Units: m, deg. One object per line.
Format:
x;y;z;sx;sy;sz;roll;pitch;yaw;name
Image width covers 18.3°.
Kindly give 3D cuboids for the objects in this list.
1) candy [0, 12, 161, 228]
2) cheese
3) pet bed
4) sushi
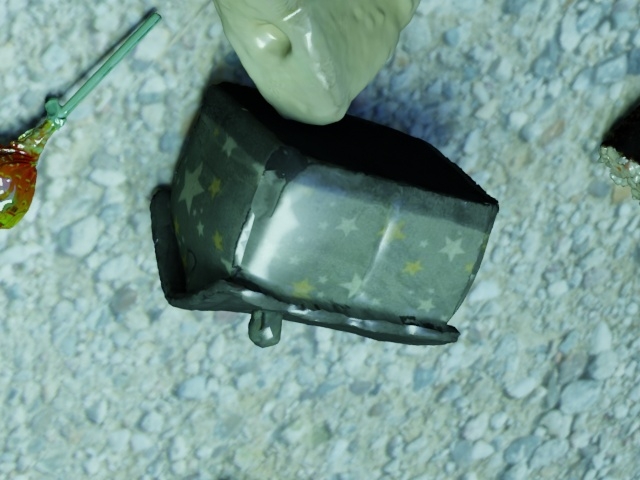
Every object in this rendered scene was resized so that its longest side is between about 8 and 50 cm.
-0.182;-0.087;1.396;0.201;0.060;0.060;-47;126;-5;candy
-0.028;-0.210;1.348;0.263;0.093;0.159;61;41;-37;cheese
0.000;0.000;1.444;0.211;0.183;0.159;14;107;-31;pet bed
0.293;-0.049;1.620;0.078;0.090;0.150;-49;124;0;sushi
